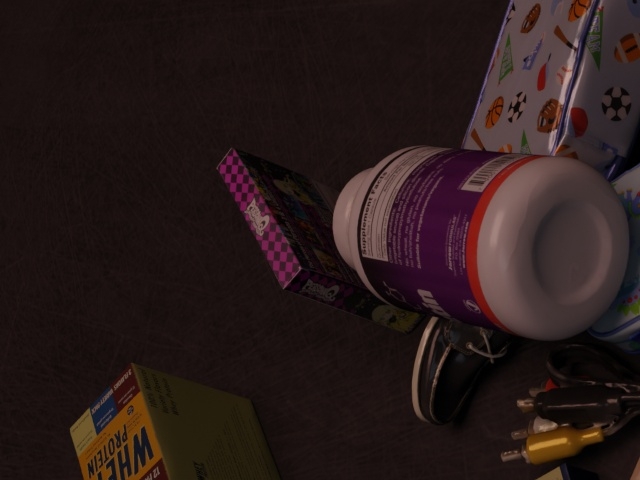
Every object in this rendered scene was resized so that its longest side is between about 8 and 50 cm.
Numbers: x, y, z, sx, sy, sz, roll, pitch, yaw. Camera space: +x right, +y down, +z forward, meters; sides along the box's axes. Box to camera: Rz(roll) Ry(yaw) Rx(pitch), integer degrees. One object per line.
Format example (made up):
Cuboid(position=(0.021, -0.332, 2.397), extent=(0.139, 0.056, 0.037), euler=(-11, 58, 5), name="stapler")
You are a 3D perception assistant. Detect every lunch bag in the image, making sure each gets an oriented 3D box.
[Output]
Cuboid(position=(0.356, 0.007, 1.668), extent=(0.219, 0.090, 0.176), euler=(-35, 49, 33), name="lunch bag")
Cuboid(position=(0.271, -0.196, 1.817), extent=(0.243, 0.115, 0.303), euler=(10, 79, 68), name="lunch bag")

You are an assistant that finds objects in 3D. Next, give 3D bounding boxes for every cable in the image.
Cuboid(position=(0.322, 0.169, 1.681), extent=(0.287, 0.072, 0.139), euler=(-3, 44, 34), name="cable")

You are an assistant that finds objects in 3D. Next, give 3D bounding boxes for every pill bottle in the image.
Cuboid(position=(0.152, -0.005, 1.706), extent=(0.323, 0.181, 0.181), euler=(10, 81, 57), name="pill bottle")

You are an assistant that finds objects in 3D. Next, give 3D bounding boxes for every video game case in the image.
Cuboid(position=(0.000, 0.000, 1.971), extent=(0.042, 0.210, 0.232), euler=(-50, 44, 20), name="video game case")

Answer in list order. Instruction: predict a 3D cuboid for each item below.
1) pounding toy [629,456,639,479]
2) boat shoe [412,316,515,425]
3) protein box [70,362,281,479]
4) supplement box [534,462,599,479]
Cuboid(position=(0.391, 0.264, 1.520), extent=(0.206, 0.094, 0.181), euler=(21, 86, 37), name="pounding toy")
Cuboid(position=(0.173, 0.102, 1.832), extent=(0.079, 0.084, 0.233), euler=(26, 90, 50), name="boat shoe")
Cuboid(position=(-0.172, 0.288, 2.037), extent=(0.136, 0.201, 0.200), euler=(-46, 45, 23), name="protein box")
Cuboid(position=(0.246, 0.287, 1.689), extent=(0.083, 0.056, 0.083), euler=(-36, 49, 32), name="supplement box")
